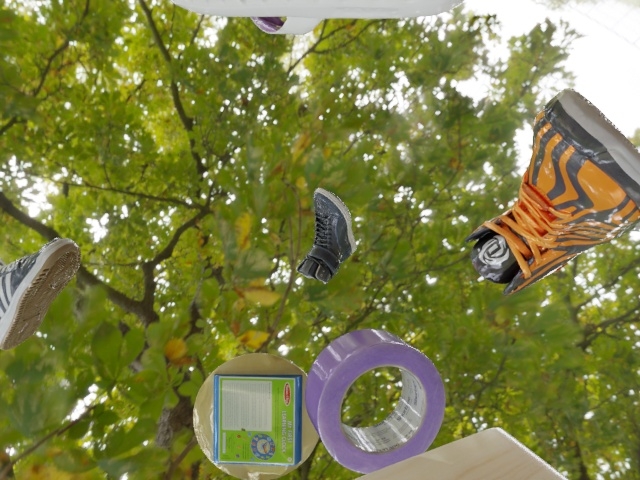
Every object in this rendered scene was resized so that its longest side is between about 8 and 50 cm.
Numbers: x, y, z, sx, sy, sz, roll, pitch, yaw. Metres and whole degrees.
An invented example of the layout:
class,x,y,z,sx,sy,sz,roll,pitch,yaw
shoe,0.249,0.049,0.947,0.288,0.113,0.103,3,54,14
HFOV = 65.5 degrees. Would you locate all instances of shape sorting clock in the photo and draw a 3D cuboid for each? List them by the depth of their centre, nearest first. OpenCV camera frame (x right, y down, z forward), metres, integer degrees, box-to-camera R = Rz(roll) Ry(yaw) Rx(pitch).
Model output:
class,x,y,z,sx,sy,sz,roll,pitch,yaw
shape sorting clock,-0.100,0.283,0.800,0.206,0.206,0.040,43,-177,1

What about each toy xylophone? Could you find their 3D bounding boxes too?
class,x,y,z,sx,sy,sz,roll,pitch,yaw
toy xylophone,0.146,0.289,0.470,0.323,0.081,0.236,-3,-161,-21

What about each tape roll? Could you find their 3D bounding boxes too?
class,x,y,z,sx,sy,sz,roll,pitch,yaw
tape roll,0.077,0.228,0.719,0.189,0.080,0.188,-1,-85,-15

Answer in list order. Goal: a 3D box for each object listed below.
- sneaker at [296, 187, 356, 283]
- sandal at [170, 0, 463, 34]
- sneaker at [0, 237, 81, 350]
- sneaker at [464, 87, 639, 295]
class,x,y,z,sx,sy,sz,roll,pitch,yaw
sneaker,0.002,0.001,1.183,0.086,0.226,0.163,20,-124,39
sandal,-0.032,-0.295,0.549,0.417,0.102,0.169,21,-98,23
sneaker,-0.542,0.059,0.878,0.153,0.282,0.099,46,-154,6
sneaker,0.229,-0.018,0.504,0.321,0.180,0.124,21,-143,-54
